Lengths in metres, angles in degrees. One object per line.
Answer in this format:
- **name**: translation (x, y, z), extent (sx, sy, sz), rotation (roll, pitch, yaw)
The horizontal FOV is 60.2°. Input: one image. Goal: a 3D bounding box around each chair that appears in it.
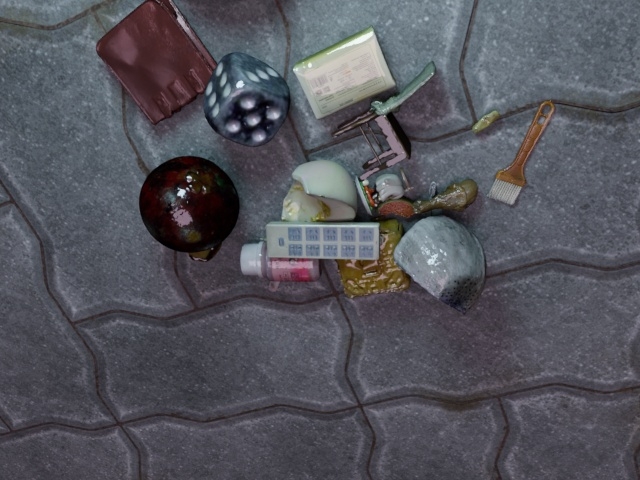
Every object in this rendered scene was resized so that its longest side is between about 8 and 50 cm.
- **chair**: translation (0.207, -0.320, 1.502), extent (0.319, 0.160, 0.186), rotation (-28, 105, 20)

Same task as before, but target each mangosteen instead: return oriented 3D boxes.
- **mangosteen**: translation (-0.382, -0.099, 1.621), extent (0.311, 0.311, 0.311), rotation (3, 117, 6)

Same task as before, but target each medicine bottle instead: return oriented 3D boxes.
- **medicine bottle**: translation (-0.121, 0.060, 1.740), extent (0.247, 0.147, 0.147), rotation (0, 117, 6)

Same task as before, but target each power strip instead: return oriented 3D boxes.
- **power strip**: translation (0.000, 0.000, 1.618), extent (0.367, 0.043, 0.106), rotation (1, 105, 10)

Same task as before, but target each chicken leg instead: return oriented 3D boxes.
- **chicken leg**: translation (0.366, -0.116, 1.617), extent (0.198, 0.069, 0.085), rotation (-17, 140, 4)

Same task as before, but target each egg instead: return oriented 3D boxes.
- **egg**: translation (0.004, -0.145, 1.612), extent (0.206, 0.162, 0.271), rotation (6, 161, -11)

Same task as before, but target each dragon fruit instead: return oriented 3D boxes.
- **dragon fruit**: translation (0.382, 0.063, 1.592), extent (0.283, 0.221, 0.204), rotation (28, 105, -39)

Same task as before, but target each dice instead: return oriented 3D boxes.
- **dice**: translation (-0.198, -0.374, 1.475), extent (0.183, 0.182, 0.181), rotation (16, 127, -35)

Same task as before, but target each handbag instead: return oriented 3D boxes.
- **handbag**: translation (-0.446, -0.495, 1.530), extent (0.260, 0.084, 0.275), rotation (-31, 110, 20)

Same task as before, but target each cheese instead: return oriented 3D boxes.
- **cheese**: translation (0.457, -0.329, 1.527), extent (0.083, 0.044, 0.030), rotation (-37, 91, 24)

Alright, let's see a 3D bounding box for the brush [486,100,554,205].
- **brush**: translation (0.578, -0.248, 1.570), extent (0.090, 0.017, 0.314), rotation (17, 117, -5)

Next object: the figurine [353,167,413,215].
- **figurine**: translation (0.187, -0.157, 1.611), extent (0.154, 0.132, 0.132), rotation (-22, 113, 7)

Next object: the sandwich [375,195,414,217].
- **sandwich**: translation (0.235, -0.104, 1.676), extent (0.135, 0.029, 0.067), rotation (3, 123, 4)

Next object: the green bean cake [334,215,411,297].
- **green bean cake**: translation (0.158, 0.057, 1.710), extent (0.230, 0.131, 0.224), rotation (-11, 114, 12)

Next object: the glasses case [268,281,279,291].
- **glasses case**: translation (-0.151, 0.136, 1.849), extent (0.032, 0.021, 0.083), rotation (22, 117, -2)

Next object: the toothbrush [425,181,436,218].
- **toothbrush**: translation (0.328, -0.049, 1.695), extent (0.019, 0.025, 0.275), rotation (5, 117, 3)

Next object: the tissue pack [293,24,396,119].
- **tissue pack**: translation (0.064, -0.444, 1.470), extent (0.234, 0.125, 0.159), rotation (-22, 113, 16)
